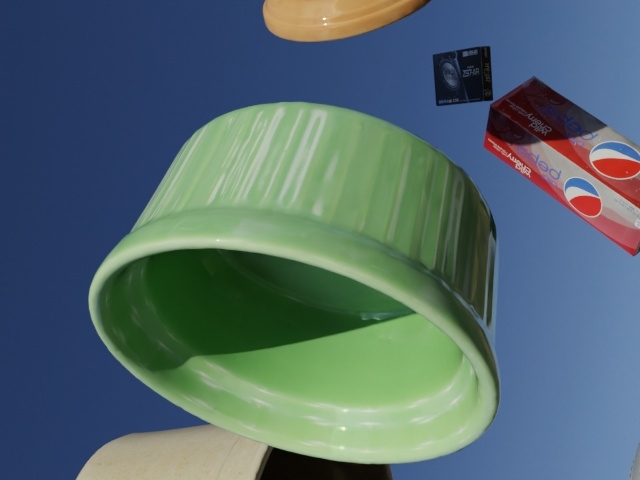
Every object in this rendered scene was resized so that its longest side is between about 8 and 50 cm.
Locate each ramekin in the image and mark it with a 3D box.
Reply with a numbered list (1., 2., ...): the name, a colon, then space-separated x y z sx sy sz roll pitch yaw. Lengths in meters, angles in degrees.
1. ramekin: -0.006 0.037 0.658 0.303 0.303 0.148 57 -140 -42

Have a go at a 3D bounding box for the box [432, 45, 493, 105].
1. box: 0.177 -0.204 1.069 0.018 0.083 0.067 -10 -80 -36

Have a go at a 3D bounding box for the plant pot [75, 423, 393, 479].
1. plant pot: -0.118 0.344 1.007 0.334 0.305 0.334 15 -108 -57

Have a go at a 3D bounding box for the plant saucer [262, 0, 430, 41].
1. plant saucer: 0.032 -0.272 0.892 0.200 0.200 0.037 -49 -44 -32

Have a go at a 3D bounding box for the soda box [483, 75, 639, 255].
1. soda box: 0.340 -0.101 1.119 0.092 0.263 0.083 -34 -32 -21

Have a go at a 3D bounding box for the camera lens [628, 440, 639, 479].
1. camera lens: 0.249 0.171 0.381 0.219 0.219 0.274 -47 -40 -34
